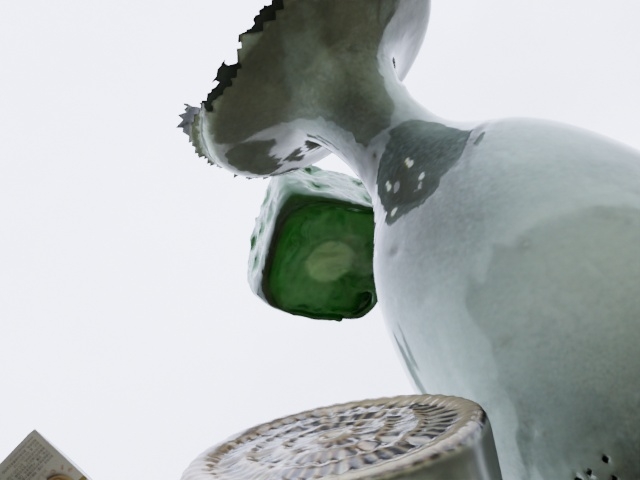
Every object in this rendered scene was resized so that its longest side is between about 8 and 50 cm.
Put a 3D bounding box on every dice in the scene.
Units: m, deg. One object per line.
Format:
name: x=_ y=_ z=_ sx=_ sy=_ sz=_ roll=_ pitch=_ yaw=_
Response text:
dice: x=0.000 y=0.000 z=1.048 sx=0.128 sy=0.120 sz=0.131 roll=12 pitch=-70 yaw=-14

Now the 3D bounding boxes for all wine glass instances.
wine glass: x=0.094 y=0.006 z=0.535 sx=0.190 sy=0.357 sz=0.190 roll=-34 pitch=-27 yaw=-21

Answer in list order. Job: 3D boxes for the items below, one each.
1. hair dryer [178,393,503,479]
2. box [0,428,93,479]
hair dryer: x=-0.068 y=0.171 z=0.265 sx=0.357 sy=0.107 sz=0.173 roll=-15 pitch=-87 yaw=-42
box: x=-0.392 y=0.364 z=1.353 sx=0.135 sy=0.081 sz=0.199 roll=42 pitch=-108 yaw=4
